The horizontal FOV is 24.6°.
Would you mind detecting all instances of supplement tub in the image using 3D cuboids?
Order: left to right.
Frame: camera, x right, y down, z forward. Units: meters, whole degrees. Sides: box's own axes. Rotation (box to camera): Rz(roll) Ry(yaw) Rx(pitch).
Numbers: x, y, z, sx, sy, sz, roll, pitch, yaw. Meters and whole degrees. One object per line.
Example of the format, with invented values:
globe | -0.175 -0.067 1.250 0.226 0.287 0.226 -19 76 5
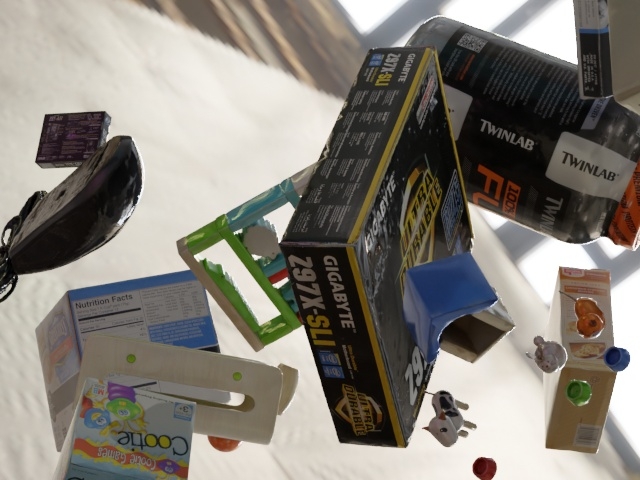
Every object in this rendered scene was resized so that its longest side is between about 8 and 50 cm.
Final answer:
supplement tub | 0.251 -0.125 1.767 0.338 0.207 0.207 23 -170 16

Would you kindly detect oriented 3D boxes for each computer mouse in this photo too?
computer mouse | -0.270 -0.023 1.616 0.072 0.272 0.188 42 -137 -18

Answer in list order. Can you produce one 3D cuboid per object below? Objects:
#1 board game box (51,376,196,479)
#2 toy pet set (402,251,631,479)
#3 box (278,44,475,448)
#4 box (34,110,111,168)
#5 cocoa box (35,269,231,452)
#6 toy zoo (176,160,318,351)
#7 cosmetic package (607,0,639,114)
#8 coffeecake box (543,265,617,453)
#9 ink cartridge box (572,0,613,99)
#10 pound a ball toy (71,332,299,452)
board game box | -0.259 0.322 1.797 0.144 0.275 0.142 15 -141 -11
toy pet set | 0.098 0.060 0.867 0.065 0.122 0.114 26 -152 -41
box | 0.066 0.002 1.435 0.322 0.079 0.257 -66 -29 -47
box | -0.295 -0.120 1.744 0.018 0.083 0.067 51 -139 -60
cocoa box | -0.318 0.201 2.413 0.347 0.232 0.227 145 114 -66
toy zoo | 0.000 0.000 1.758 0.192 0.293 0.030 56 -171 -37
cosmetic package | 0.354 -0.165 0.947 0.160 0.309 0.113 21 -122 -36
coffeecake box | 0.317 0.145 1.804 0.185 0.068 0.142 -81 -4 -50
ink cartridge box | 0.362 -0.274 1.607 0.045 0.208 0.206 14 116 53
pound a ball toy | -0.182 0.220 2.059 0.319 0.135 0.208 11 176 -9
